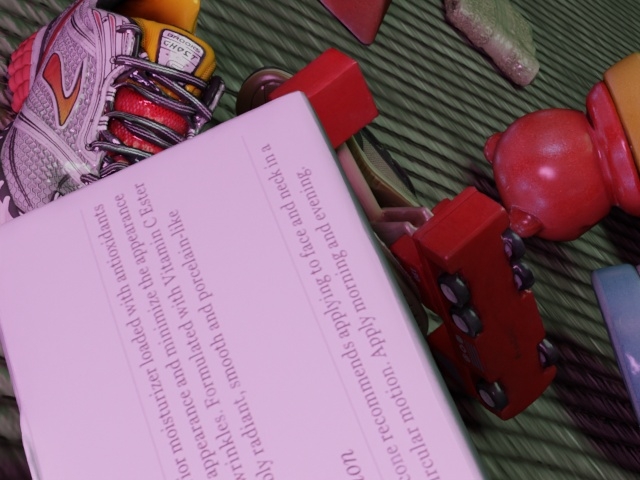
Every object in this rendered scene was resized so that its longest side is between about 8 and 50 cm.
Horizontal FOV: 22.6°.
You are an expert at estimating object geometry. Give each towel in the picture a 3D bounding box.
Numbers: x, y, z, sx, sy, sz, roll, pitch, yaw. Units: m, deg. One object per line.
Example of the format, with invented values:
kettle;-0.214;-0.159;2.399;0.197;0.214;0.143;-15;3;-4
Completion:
towel;0.153;-0.201;1.446;0.110;0.027;0.148;40;24;-16

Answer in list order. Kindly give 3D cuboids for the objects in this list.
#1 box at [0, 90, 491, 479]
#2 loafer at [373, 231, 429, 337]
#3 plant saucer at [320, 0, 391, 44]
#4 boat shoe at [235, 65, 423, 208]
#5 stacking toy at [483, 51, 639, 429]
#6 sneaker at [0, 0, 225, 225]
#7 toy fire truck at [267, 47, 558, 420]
box;-0.007;0.087;0.516;0.182;0.119;0.181;64;2;-54
loafer;0.000;0.000;0.823;0.148;0.056;0.050;44;30;-10
plant saucer;-0.020;-0.292;1.259;0.258;0.047;0.259;44;24;-10
boat shoe;0.006;-0.045;0.917;0.152;0.056;0.049;47;16;-28
stacking toy;0.226;0.059;1.131;0.309;0.130;0.279;-101;169;-46
sneaker;-0.092;-0.052;0.698;0.088;0.092;0.225;34;27;-30
toy fire truck;0.052;0.000;0.859;0.135;0.047;0.192;36;-22;43
